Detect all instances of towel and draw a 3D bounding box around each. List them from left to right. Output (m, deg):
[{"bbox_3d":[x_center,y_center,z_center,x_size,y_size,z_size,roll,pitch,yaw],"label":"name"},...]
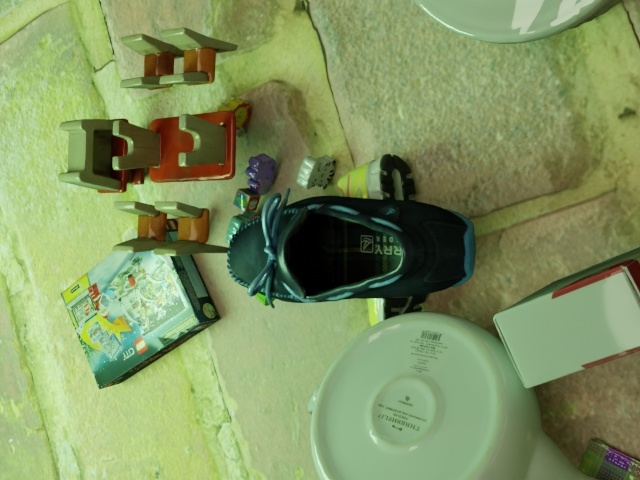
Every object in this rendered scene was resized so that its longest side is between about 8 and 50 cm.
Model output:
[{"bbox_3d":[0.307,0.246,0.869,0.083,0.009,0.060,25,109,30],"label":"towel"}]

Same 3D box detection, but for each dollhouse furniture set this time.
[{"bbox_3d":[-0.203,-0.115,1.079,0.259,0.135,0.262,2,90,38],"label":"dollhouse furniture set"}]

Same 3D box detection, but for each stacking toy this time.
[{"bbox_3d":[-0.087,-0.047,1.080,0.167,0.052,0.221,33,114,28],"label":"stacking toy"}]

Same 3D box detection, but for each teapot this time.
[{"bbox_3d":[0.121,0.209,0.894,0.252,0.187,0.256,-34,49,11],"label":"teapot"}]

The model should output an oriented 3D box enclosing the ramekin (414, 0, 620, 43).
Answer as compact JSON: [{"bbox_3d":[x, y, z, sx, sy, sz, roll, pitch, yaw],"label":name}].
[{"bbox_3d":[0.205,-0.322,0.809,0.273,0.127,0.273,4,98,33],"label":"ramekin"}]

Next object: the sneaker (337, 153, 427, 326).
[{"bbox_3d":[0.063,0.010,0.974,0.094,0.081,0.208,-6,86,42],"label":"sneaker"}]

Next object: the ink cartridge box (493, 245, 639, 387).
[{"bbox_3d":[0.258,0.063,0.785,0.127,0.175,0.072,-28,82,33],"label":"ink cartridge box"}]

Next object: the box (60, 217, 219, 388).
[{"bbox_3d":[-0.263,0.093,1.210,0.233,0.044,0.159,-33,77,31],"label":"box"}]

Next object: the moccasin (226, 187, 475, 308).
[{"bbox_3d":[0.000,0.000,0.897,0.342,0.117,0.138,-11,83,46],"label":"moccasin"}]
